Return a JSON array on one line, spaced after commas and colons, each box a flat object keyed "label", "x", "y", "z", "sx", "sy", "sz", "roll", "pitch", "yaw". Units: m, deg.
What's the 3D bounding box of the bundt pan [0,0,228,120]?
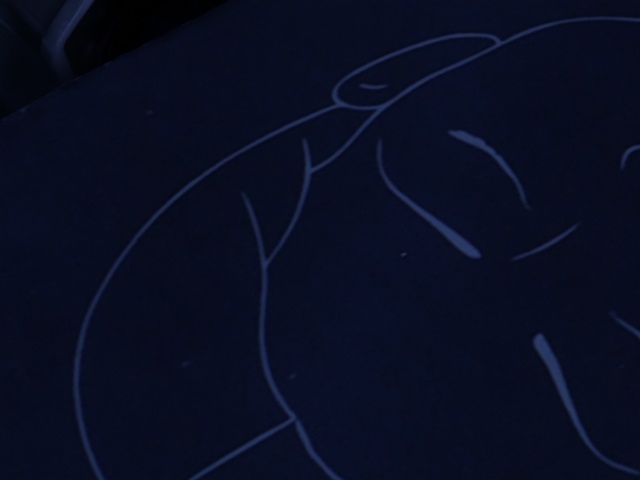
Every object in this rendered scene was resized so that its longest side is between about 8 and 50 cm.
[{"label": "bundt pan", "x": -0.034, "y": -0.144, "z": 0.771, "sx": 0.331, "sy": 0.124, "sz": 0.331, "roll": -38, "pitch": 150, "yaw": -27}]

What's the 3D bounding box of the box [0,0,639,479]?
[{"label": "box", "x": 0.097, "y": 0.147, "z": 0.628, "sx": 0.472, "sy": 0.480, "sz": 0.297, "roll": -29, "pitch": 157, "yaw": -17}]
